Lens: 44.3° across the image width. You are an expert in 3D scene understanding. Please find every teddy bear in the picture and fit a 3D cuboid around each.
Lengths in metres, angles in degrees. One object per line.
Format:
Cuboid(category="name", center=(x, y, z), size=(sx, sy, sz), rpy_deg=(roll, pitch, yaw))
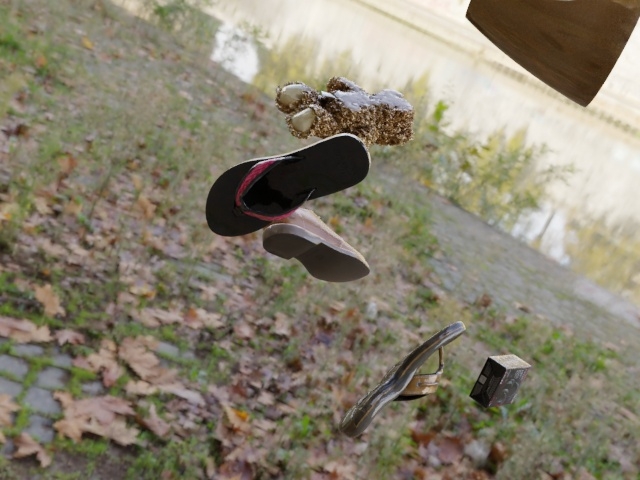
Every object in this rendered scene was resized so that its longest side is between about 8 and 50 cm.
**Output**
Cuboid(category="teddy bear", center=(0.053, -0.281, 1.807), size=(0.338, 0.113, 0.245), rpy_deg=(-16, 51, -40))

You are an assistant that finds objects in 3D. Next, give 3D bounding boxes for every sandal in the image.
Cuboid(category="sandal", center=(0.115, 0.186, 1.016), size=(0.060, 0.090, 0.219), rpy_deg=(47, 60, 6))
Cuboid(category="sandal", center=(-0.039, -0.051, 0.742), size=(0.067, 0.179, 0.040), rpy_deg=(62, 23, -15))

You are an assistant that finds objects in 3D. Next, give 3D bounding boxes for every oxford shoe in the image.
Cuboid(category="oxford shoe", center=(0.000, 0.000, 1.071), size=(0.212, 0.076, 0.076), rpy_deg=(34, 40, -48))

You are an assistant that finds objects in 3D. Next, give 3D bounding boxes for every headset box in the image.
Cuboid(category="headset box", center=(0.243, 0.188, 1.053), size=(0.032, 0.062, 0.083), rpy_deg=(34, 17, 38))

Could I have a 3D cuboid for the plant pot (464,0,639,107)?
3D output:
Cuboid(category="plant pot", center=(0.384, -0.383, 1.332), size=(0.254, 0.237, 0.237), rpy_deg=(25, 18, 7))
